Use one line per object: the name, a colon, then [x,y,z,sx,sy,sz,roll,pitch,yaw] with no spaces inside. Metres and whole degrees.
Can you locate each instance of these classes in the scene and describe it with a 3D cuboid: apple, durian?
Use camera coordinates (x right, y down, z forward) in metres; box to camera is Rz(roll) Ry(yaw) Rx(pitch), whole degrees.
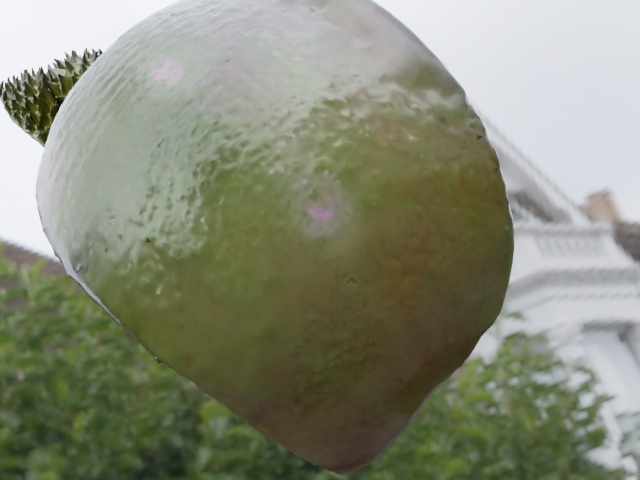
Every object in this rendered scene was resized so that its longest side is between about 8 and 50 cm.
apple: [-0.035,-0.032,0.715,0.120,0.265,0.193,10,-62,-53]
durian: [-0.184,-0.090,1.164,0.086,0.215,0.100,-30,-62,-6]
